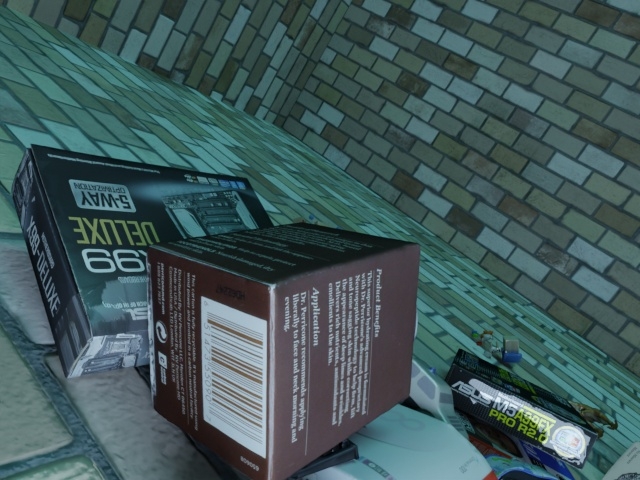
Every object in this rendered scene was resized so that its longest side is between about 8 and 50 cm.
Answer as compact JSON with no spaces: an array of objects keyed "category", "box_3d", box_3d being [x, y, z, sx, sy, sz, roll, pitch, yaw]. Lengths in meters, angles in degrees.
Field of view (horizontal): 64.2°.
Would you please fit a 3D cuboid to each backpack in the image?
[{"category":"backpack","box_3d":[0.217,0.307,0.599,0.114,0.105,0.084,26,-7,-20]}]

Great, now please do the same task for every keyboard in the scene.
[{"category":"keyboard","box_3d":[-0.037,0.173,0.518,0.108,0.023,0.180,1,11,-39]}]

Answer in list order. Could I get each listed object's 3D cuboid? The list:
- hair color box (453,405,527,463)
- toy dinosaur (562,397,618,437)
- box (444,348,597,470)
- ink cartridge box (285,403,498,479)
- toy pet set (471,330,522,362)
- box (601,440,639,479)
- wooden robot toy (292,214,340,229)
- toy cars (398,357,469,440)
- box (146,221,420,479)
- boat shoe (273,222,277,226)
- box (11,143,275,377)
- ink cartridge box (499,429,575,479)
[{"category":"hair color box","box_3d":[0.231,0.300,0.764,0.141,0.043,0.072,30,13,-11]},{"category":"toy dinosaur","box_3d":[0.652,0.418,1.211,0.211,0.064,0.112,28,13,-16]},{"category":"box","box_3d":[0.320,0.267,0.865,0.216,0.060,0.270,24,1,19]},{"category":"ink cartridge box","box_3d":[0.112,0.235,0.493,0.232,0.066,0.189,4,2,37]},{"category":"toy pet set","box_3d":[0.455,0.281,1.323,0.114,0.065,0.122,-2,5,12]},{"category":"box","box_3d":[0.627,0.480,0.850,0.094,0.113,0.275,23,15,-30]},{"category":"wooden robot toy","box_3d":[0.000,0.000,1.312,0.173,0.076,0.079,22,52,-34]},{"category":"toy cars","box_3d":[0.115,0.169,0.779,0.176,0.087,0.393,39,5,-16]},{"category":"box","box_3d":[-0.031,0.083,0.487,0.167,0.168,0.203,12,15,40]},{"category":"boat shoe","box_3d":[-0.157,-0.006,0.929,0.228,0.081,0.068,15,23,-29]},{"category":"box","box_3d":[-0.172,0.017,0.613,0.307,0.076,0.242,3,47,-49]},{"category":"ink cartridge box","box_3d":[0.339,0.365,0.761,0.097,0.046,0.207,30,13,-6]}]
